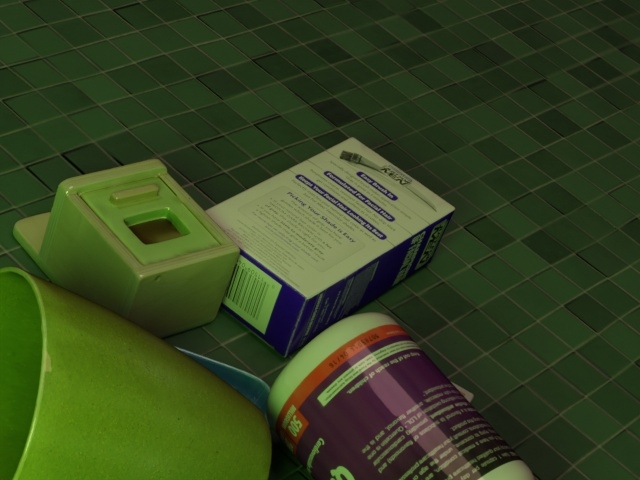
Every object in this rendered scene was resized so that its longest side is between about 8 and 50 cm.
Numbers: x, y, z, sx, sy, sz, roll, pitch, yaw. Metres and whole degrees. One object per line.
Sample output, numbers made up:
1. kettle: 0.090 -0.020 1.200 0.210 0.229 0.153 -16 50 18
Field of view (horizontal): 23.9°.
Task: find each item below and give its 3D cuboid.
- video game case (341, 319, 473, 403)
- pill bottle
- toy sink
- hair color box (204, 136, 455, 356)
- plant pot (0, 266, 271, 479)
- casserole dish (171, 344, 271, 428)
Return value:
1. video game case: 0.070 0.187 1.799 0.190 0.022 0.173 29 36 10
2. pill bottle: 0.100 0.241 1.597 0.181 0.181 0.323 -18 56 -42
3. toy sink: -0.233 -0.005 1.791 0.153 0.131 0.234 -15 49 -41
4. hair color box: 0.000 0.000 1.932 0.185 0.110 0.339 36 40 21
5. plant pot: -0.206 0.195 1.474 0.293 0.275 0.275 19 32 -33
6. casserole dish: -0.141 0.178 1.686 0.188 0.037 0.114 19 36 -3
